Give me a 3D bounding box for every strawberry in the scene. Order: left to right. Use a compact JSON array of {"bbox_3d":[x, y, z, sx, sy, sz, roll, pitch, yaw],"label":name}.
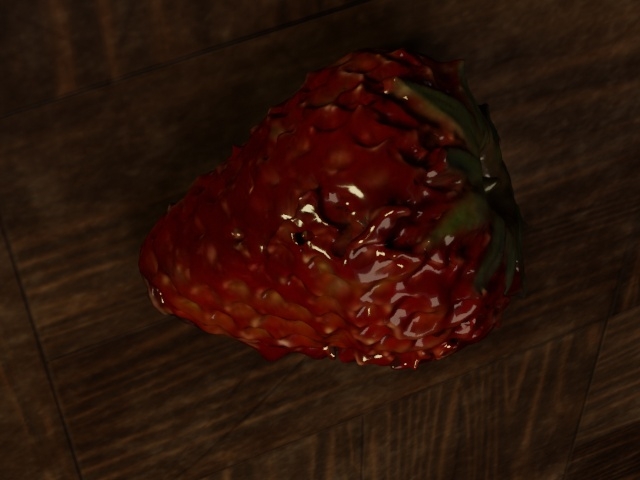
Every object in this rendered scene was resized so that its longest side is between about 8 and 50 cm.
[{"bbox_3d":[0.000,0.000,0.871,0.244,0.205,0.205,-18,151,21],"label":"strawberry"}]
